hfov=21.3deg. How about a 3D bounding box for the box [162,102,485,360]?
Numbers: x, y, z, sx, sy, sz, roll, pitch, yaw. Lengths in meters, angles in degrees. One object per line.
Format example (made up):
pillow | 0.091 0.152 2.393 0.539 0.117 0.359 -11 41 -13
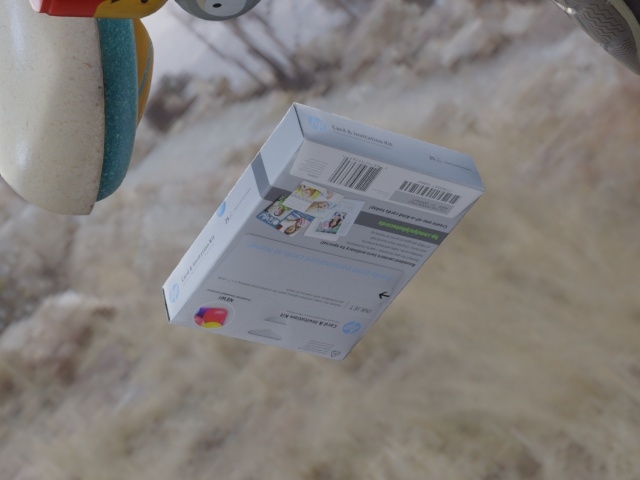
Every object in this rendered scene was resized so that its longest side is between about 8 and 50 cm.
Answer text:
box | 0.000 0.000 1.152 0.186 0.145 0.038 -53 37 34

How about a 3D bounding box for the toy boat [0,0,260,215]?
toy boat | -0.148 -0.154 1.138 0.148 0.267 0.318 -8 1 -23

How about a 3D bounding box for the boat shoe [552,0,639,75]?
boat shoe | 0.111 -0.201 0.737 0.130 0.355 0.132 -38 50 6
